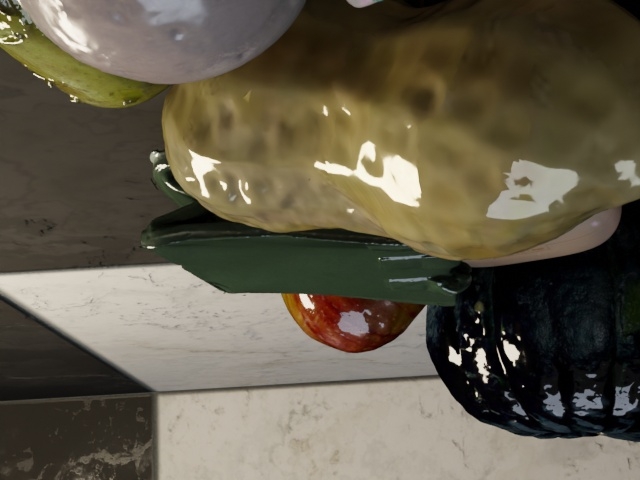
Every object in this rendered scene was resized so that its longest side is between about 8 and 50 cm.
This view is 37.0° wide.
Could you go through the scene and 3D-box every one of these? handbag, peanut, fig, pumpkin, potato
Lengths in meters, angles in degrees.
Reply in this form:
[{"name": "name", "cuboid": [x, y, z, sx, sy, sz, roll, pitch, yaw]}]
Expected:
[{"name": "handbag", "cuboid": [-0.001, -0.002, 0.830, 0.260, 0.079, 0.247, 3, 168, 11]}, {"name": "peanut", "cuboid": [0.034, -0.065, 0.502, 0.149, 0.149, 0.313, 13, -178, -45]}, {"name": "fig", "cuboid": [0.013, 0.024, 1.013, 0.175, 0.175, 0.207, -15, 142, 36]}, {"name": "pumpkin", "cuboid": [0.307, 0.106, 1.149, 0.364, 0.266, 0.363, 0, 168, 0]}, {"name": "potato", "cuboid": [-0.144, -0.132, 0.537, 0.105, 0.085, 0.188, 13, 171, 30]}]

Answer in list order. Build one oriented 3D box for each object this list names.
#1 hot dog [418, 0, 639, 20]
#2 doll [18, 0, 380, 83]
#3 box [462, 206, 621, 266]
[{"name": "hot dog", "cuboid": [0.154, -0.119, 0.504, 0.227, 0.099, 0.160, 18, 160, 50]}, {"name": "doll", "cuboid": [0.014, -0.152, 0.394, 0.287, 0.150, 0.151, -9, 164, 8]}, {"name": "box", "cuboid": [0.199, -0.027, 0.966, 0.200, 0.088, 0.146, -11, 160, 24]}]
